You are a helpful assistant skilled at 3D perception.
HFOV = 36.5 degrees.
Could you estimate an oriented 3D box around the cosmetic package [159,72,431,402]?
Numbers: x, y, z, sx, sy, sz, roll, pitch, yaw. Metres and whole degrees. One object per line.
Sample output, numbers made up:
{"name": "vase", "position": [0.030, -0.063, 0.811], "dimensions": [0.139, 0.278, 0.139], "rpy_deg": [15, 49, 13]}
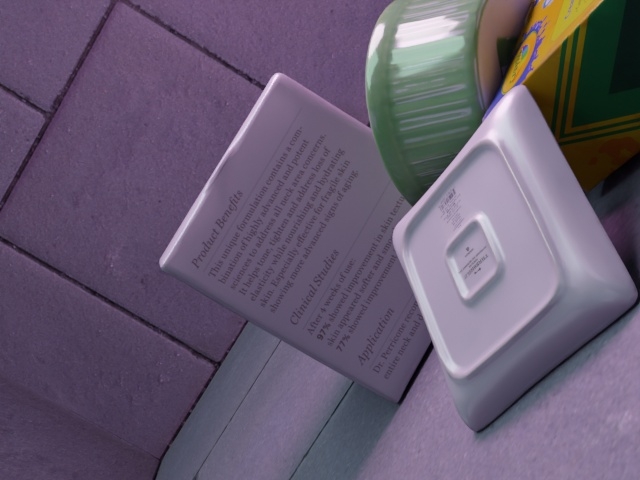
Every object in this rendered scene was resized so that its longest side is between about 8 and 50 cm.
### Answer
{"name": "cosmetic package", "position": [0.000, 0.000, 1.512], "dimensions": [0.329, 0.394, 0.327], "rpy_deg": [-59, 7, -5]}

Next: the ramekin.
{"name": "ramekin", "position": [0.205, -0.183, 1.245], "dimensions": [0.148, 0.303, 0.303], "rpy_deg": [-7, 43, 39]}

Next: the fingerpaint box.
{"name": "fingerpaint box", "position": [0.395, -0.329, 1.075], "dimensions": [0.371, 0.163, 0.444], "rpy_deg": [-48, 13, 53]}

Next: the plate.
{"name": "plate", "position": [0.175, 0.021, 1.029], "dimensions": [0.277, 0.045, 0.278], "rpy_deg": [-53, 44, 43]}
